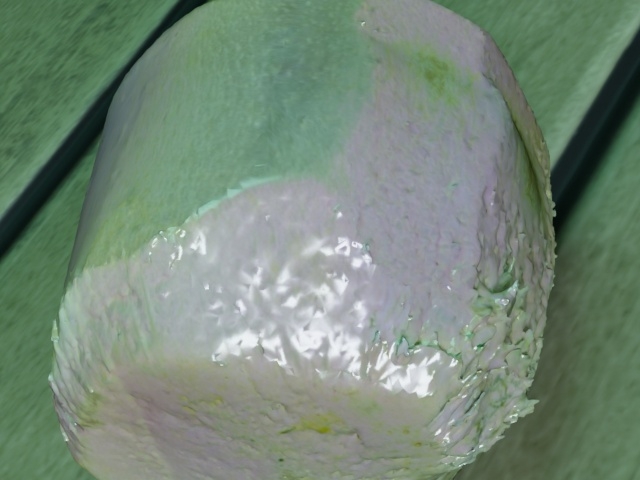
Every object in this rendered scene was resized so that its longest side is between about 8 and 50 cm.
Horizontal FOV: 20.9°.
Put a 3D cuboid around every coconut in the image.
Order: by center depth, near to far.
[{"bbox_3d":[0.000,0.000,0.812,0.233,0.233,0.245,-14,45,30],"label":"coconut"}]
